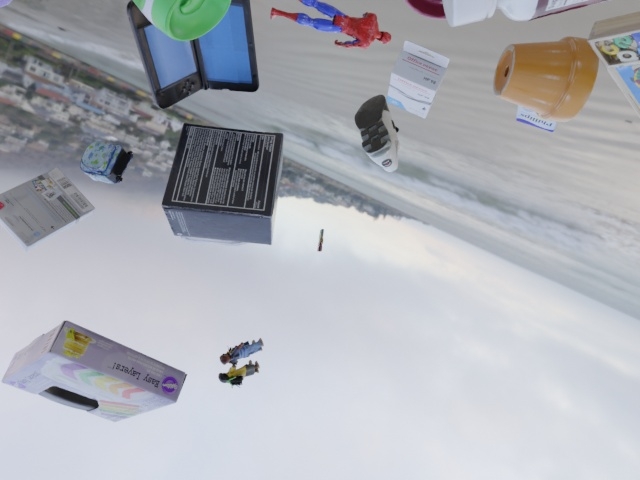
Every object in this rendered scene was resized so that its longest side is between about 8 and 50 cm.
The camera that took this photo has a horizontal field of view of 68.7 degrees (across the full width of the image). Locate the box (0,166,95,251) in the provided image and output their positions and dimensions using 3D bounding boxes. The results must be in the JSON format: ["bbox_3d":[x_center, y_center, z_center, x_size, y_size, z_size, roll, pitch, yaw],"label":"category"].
[{"bbox_3d":[-0.684,-0.080,1.152,0.145,0.038,0.186,48,-131,-3],"label":"box"}]

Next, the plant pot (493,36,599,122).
[{"bbox_3d":[0.556,-0.418,1.194,0.188,0.205,0.205,8,-172,-1],"label":"plant pot"}]

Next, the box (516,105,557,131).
[{"bbox_3d":[0.692,-0.418,1.462,0.126,0.072,0.137,28,173,24],"label":"box"}]

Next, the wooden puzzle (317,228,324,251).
[{"bbox_3d":[0.000,0.000,1.029,0.006,0.049,0.083,8,177,-5],"label":"wooden puzzle"}]

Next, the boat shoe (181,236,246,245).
[{"bbox_3d":[-0.332,-0.043,1.572,0.268,0.096,0.088,3,154,-19],"label":"boat shoe"}]

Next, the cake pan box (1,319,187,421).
[{"bbox_3d":[-0.432,0.260,0.888,0.246,0.267,0.070,39,-138,-30],"label":"cake pan box"}]

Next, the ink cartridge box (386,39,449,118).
[{"bbox_3d":[0.206,-0.345,1.018,0.104,0.060,0.180,26,175,7],"label":"ink cartridge box"}]

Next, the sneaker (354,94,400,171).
[{"bbox_3d":[0.202,-0.360,1.593,0.146,0.123,0.330,45,-146,-40],"label":"sneaker"}]

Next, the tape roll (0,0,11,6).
[{"bbox_3d":[-0.628,-0.515,0.821,0.189,0.080,0.189,7,158,3],"label":"tape roll"}]

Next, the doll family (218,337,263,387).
[{"bbox_3d":[-0.208,0.307,1.170,0.111,0.193,0.076,-11,-143,-31],"label":"doll family"}]

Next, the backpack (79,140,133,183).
[{"bbox_3d":[-0.584,-0.214,1.251,0.114,0.105,0.084,8,159,21],"label":"backpack"}]

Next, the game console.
[{"bbox_3d":[-0.319,-0.494,1.226,0.173,0.250,0.293,31,145,26],"label":"game console"}]

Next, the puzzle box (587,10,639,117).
[{"bbox_3d":[0.790,-0.340,0.985,0.409,0.052,0.272,29,173,-32],"label":"puzzle box"}]

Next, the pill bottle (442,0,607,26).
[{"bbox_3d":[0.379,-0.461,0.688,0.392,0.224,0.224,-9,-179,12],"label":"pill bottle"}]

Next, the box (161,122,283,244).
[{"bbox_3d":[-0.268,-0.161,1.365,0.294,0.296,0.182,6,152,-1],"label":"box"}]

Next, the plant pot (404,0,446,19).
[{"bbox_3d":[0.312,-0.690,1.157,0.201,0.180,0.201,15,162,5],"label":"plant pot"}]

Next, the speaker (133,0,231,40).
[{"bbox_3d":[-0.250,-0.423,0.633,0.296,0.131,0.131,52,-170,2],"label":"speaker"}]

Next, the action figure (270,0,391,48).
[{"bbox_3d":[0.030,-0.516,1.108,0.281,0.091,0.139,16,-164,-6],"label":"action figure"}]
